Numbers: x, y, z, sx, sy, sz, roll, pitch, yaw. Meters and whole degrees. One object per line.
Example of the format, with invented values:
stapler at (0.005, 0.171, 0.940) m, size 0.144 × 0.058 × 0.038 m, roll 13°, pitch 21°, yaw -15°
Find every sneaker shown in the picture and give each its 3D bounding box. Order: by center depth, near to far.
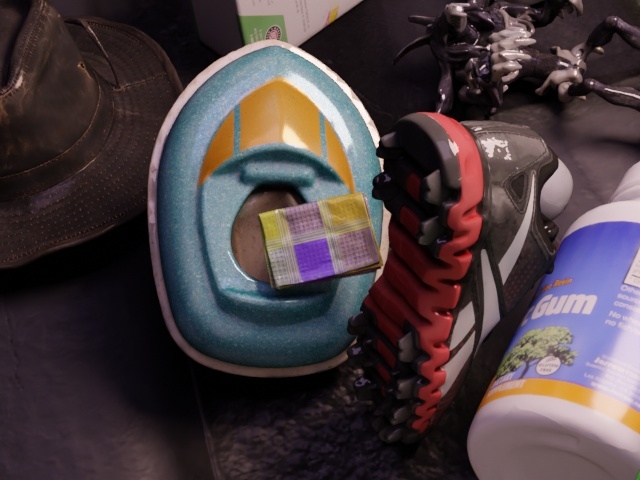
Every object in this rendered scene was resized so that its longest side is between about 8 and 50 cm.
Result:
sneaker at (0.098, 0.030, 1.021) m, size 0.135 × 0.276 × 0.097 m, roll -12°, pitch 39°, yaw -27°

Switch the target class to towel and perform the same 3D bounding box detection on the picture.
towel at (0.000, 0.000, 1.053) m, size 0.083 × 0.009 × 0.060 m, roll -10°, pitch 85°, yaw -2°

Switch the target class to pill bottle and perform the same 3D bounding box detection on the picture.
pill bottle at (0.221, 0.069, 1.034) m, size 0.152 × 0.152 × 0.272 m, roll 16°, pitch 52°, yaw 21°

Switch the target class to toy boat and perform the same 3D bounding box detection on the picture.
toy boat at (0.027, -0.033, 1.121) m, size 0.318 × 0.148 × 0.267 m, roll -2°, pitch 78°, yaw -9°

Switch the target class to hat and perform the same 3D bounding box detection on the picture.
hat at (-0.272, -0.133, 1.262) m, size 0.331 × 0.134 × 0.331 m, roll -4°, pitch 47°, yaw 4°

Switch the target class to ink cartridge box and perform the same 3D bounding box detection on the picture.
ink cartridge box at (-0.024, -0.281, 1.380) m, size 0.212 × 0.154 × 0.093 m, roll -37°, pitch 52°, yaw -22°

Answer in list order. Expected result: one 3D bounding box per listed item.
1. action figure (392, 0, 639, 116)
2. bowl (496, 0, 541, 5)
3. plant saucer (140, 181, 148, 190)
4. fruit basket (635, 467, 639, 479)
action figure at (0.193, -0.176, 1.268) m, size 0.275 × 0.141 × 0.164 m, roll 14°, pitch 63°, yaw 18°
bowl at (0.203, -0.281, 1.416) m, size 0.142 × 0.053 × 0.142 m, roll -25°, pitch 49°, yaw -13°
plant saucer at (-0.215, -0.071, 1.306) m, size 0.168 × 0.029 × 0.168 m, roll -4°, pitch 48°, yaw 4°
fruit basket at (0.333, 0.263, 0.796) m, size 0.283 × 0.392 × 0.392 m, roll -18°, pitch 39°, yaw 36°
